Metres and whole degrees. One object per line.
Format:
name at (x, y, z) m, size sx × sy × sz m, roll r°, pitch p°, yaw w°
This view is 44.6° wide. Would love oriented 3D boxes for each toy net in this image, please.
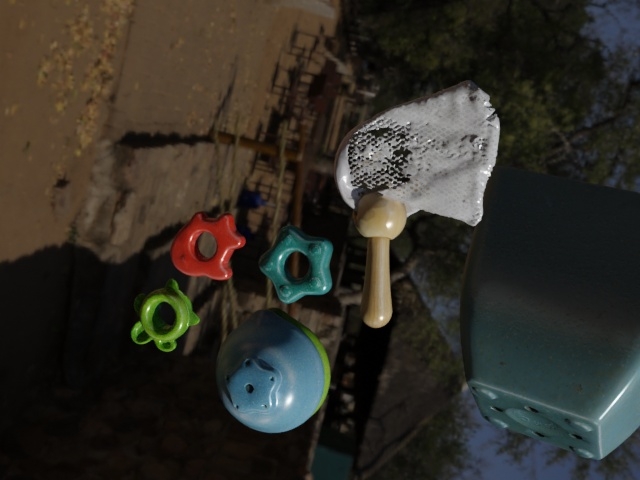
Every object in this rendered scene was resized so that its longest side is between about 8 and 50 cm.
toy net at (0.000, 0.000, 0.429) m, size 0.232 × 0.122 × 0.045 m, roll -49°, pitch 169°, yaw 14°

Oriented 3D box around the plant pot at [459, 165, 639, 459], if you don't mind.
plant pot at (0.291, 0.103, 0.911) m, size 0.252 × 0.247 × 0.248 m, roll -64°, pitch 150°, yaw -21°
